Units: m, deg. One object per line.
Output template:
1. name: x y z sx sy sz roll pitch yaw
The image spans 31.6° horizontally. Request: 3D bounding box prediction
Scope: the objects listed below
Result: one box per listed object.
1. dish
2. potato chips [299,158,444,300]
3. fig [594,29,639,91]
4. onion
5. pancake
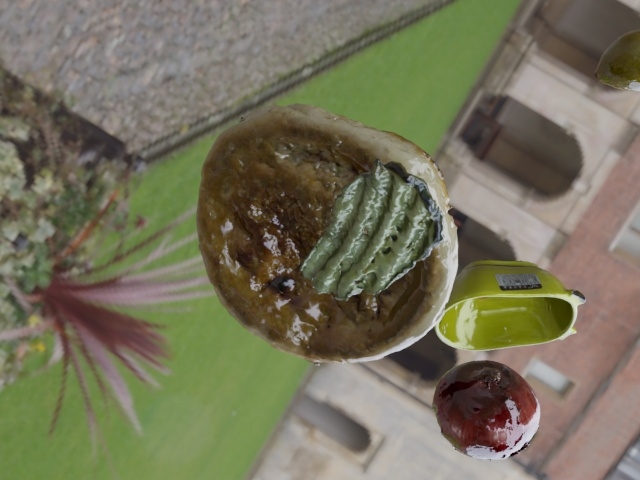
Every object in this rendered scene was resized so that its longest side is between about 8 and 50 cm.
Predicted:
1. dish: 0.333 0.103 2.037 0.221 0.262 0.108 81 6 -59
2. potato chips: 0.042 0.003 0.954 0.028 0.092 0.207 -53 178 -37
3. fig: 0.371 -0.211 1.348 0.088 0.074 0.074 -18 -161 32
4. onion: 0.199 0.204 1.360 0.131 0.131 0.131 -57 174 -9
5. pancake: 0.001 -0.001 1.376 0.356 0.356 0.065 -62 169 30
